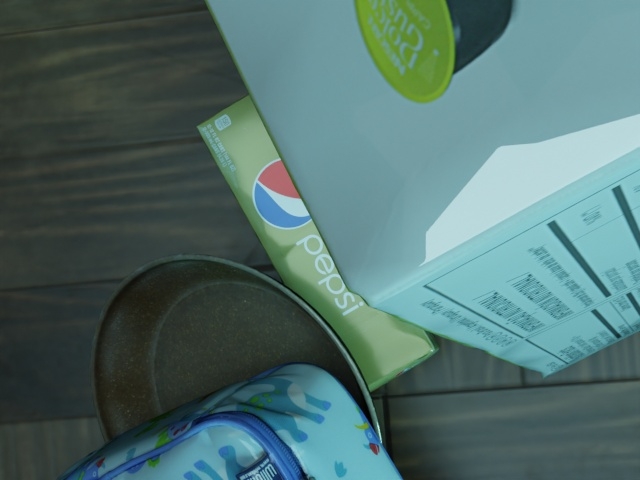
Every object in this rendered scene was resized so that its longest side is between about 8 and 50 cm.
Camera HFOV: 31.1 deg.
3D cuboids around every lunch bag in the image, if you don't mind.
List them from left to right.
[{"bbox_3d":[-0.045,0.173,0.606,0.219,0.090,0.176,-27,95,38],"label":"lunch bag"}]

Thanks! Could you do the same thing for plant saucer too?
[{"bbox_3d":[-0.044,0.097,0.652,0.198,0.036,0.199,11,113,28],"label":"plant saucer"}]

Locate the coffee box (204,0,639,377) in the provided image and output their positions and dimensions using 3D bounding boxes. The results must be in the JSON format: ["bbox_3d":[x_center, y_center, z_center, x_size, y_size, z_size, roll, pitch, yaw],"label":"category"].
[{"bbox_3d":[0.132,-0.170,0.488,0.334,0.338,0.338,-30,72,13],"label":"coffee box"}]

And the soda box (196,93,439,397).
[{"bbox_3d":[0.000,0.000,0.673,0.058,0.061,0.181,-31,82,5],"label":"soda box"}]
